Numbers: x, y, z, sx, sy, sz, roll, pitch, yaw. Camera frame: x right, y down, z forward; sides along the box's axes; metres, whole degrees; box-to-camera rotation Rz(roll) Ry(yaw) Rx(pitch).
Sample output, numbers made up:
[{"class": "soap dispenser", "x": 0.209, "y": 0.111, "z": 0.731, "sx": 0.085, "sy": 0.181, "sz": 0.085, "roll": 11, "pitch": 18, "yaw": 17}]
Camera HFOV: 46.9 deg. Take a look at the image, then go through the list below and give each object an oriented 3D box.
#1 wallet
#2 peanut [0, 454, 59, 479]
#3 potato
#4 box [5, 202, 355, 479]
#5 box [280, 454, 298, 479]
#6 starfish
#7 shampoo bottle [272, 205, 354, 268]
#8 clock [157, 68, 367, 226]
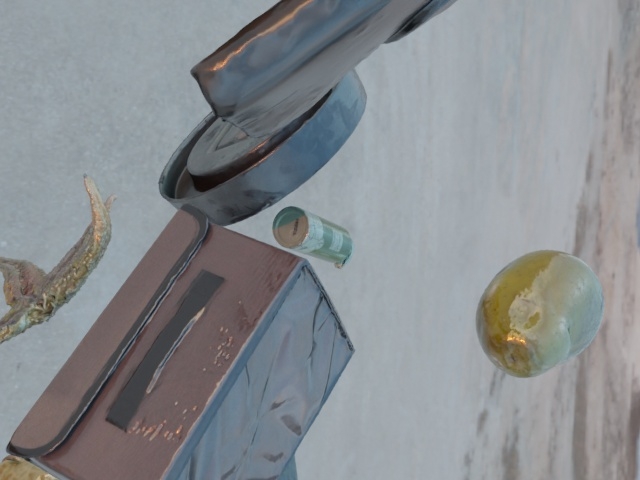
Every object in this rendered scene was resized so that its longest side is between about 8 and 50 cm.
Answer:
[{"class": "wallet", "x": 0.067, "y": -0.167, "z": 0.440, "sx": 0.042, "sy": 0.309, "sz": 0.165, "roll": 53, "pitch": 4, "yaw": 3}, {"class": "peanut", "x": -0.447, "y": 0.457, "z": 1.336, "sx": 0.130, "sy": 0.290, "sz": 0.130, "roll": 19, "pitch": 90, "yaw": -88}, {"class": "potato", "x": 0.271, "y": 0.101, "z": 0.932, "sx": 0.194, "sy": 0.157, "sz": 0.157, "roll": -42, "pitch": 130, "yaw": -50}, {"class": "box", "x": -0.104, "y": 0.133, "z": 0.655, "sx": 0.252, "sy": 0.153, "sz": 0.188, "roll": -57, "pitch": 149, "yaw": -23}, {"class": "box", "x": -0.138, "y": 0.286, "z": 0.873, "sx": 0.143, "sy": 0.184, "sz": 0.273, "roll": 19, "pitch": 56, "yaw": -50}, {"class": "starfish", "x": -0.495, "y": 0.054, "z": 1.269, "sx": 0.132, "sy": 0.398, "sz": 0.384, "roll": 45, "pitch": 7, "yaw": -30}, {"class": "shampoo bottle", "x": 0.000, "y": 0.000, "z": 1.103, "sx": 0.204, "sy": 0.065, "sz": 0.065, "roll": 21, "pitch": 73, "yaw": -64}, {"class": "clock", "x": -0.082, "y": -0.145, "z": 1.021, "sx": 0.066, "sy": 0.319, "sz": 0.319, "roll": 52, "pitch": 42, "yaw": -28}]
